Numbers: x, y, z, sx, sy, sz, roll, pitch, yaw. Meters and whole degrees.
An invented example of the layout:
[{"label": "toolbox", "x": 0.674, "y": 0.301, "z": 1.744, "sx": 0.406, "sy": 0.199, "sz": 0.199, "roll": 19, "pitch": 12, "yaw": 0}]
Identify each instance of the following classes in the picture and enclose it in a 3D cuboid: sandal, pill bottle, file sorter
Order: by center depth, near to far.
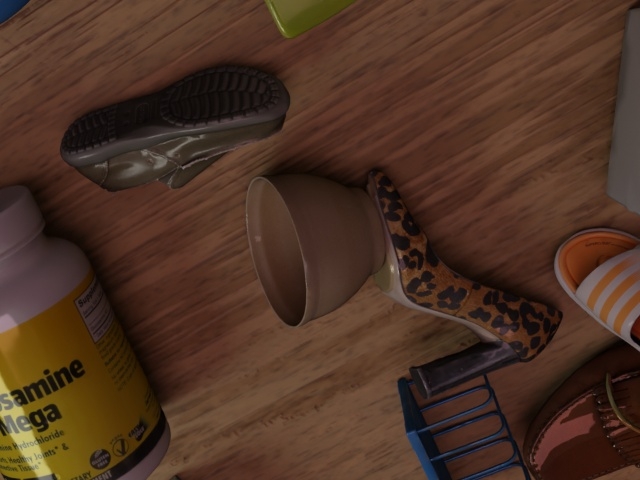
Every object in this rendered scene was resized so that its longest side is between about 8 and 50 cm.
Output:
[{"label": "sandal", "x": 0.360, "y": 0.075, "z": 1.118, "sx": 0.102, "sy": 0.076, "sz": 0.265, "roll": -43, "pitch": 68, "yaw": -4}, {"label": "pill bottle", "x": -0.308, "y": 0.119, "z": 1.164, "sx": 0.188, "sy": 0.188, "sz": 0.334, "roll": -19, "pitch": 111, "yaw": 9}, {"label": "file sorter", "x": 0.171, "y": 0.240, "z": 1.237, "sx": 0.104, "sy": 0.118, "sz": 0.170, "roll": -22, "pitch": 110, "yaw": 8}]

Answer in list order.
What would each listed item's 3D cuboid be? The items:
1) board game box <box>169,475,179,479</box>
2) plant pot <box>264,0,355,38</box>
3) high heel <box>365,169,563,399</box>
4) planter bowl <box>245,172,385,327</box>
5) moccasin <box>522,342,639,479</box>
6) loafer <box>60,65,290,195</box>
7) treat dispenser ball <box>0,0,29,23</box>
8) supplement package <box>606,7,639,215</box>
[{"label": "board game box", "x": -0.132, "y": 0.450, "z": 1.320, "sx": 0.275, "sy": 0.144, "sz": 0.142, "roll": 42, "pitch": 107, "yaw": -15}, {"label": "plant pot", "x": 0.010, "y": -0.334, "z": 0.950, "sx": 0.207, "sy": 0.227, "sz": 0.228, "roll": -24, "pitch": 110, "yaw": 5}, {"label": "high heel", "x": 0.156, "y": 0.025, "z": 1.185, "sx": 0.186, "sy": 0.093, "sz": 0.261, "roll": -21, "pitch": 99, "yaw": -14}, {"label": "planter bowl", "x": 0.000, "y": 0.000, "z": 1.134, "sx": 0.109, "sy": 0.162, "sz": 0.162, "roll": -15, "pitch": 114, "yaw": -22}, {"label": "moccasin", "x": 0.405, "y": 0.181, "z": 1.187, "sx": 0.380, "sy": 0.147, "sz": 0.139, "roll": -22, "pitch": 110, "yaw": 11}, {"label": "loafer", "x": -0.144, "y": -0.110, "z": 1.127, "sx": 0.251, "sy": 0.094, "sz": 0.087, "roll": -11, "pitch": 137, "yaw": 16}, {"label": "treat dispenser ball", "x": -0.361, "y": -0.312, "z": 0.932, "sx": 0.288, "sy": 0.288, "sz": 0.288, "roll": 1, "pitch": 113, "yaw": 2}, {"label": "supplement package", "x": 0.433, "y": -0.115, "z": 1.018, "sx": 0.262, "sy": 0.199, "sz": 0.198, "roll": 4, "pitch": 101, "yaw": 1}]
